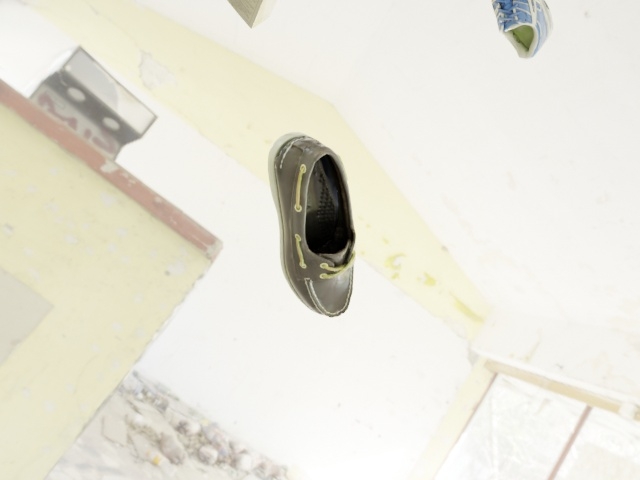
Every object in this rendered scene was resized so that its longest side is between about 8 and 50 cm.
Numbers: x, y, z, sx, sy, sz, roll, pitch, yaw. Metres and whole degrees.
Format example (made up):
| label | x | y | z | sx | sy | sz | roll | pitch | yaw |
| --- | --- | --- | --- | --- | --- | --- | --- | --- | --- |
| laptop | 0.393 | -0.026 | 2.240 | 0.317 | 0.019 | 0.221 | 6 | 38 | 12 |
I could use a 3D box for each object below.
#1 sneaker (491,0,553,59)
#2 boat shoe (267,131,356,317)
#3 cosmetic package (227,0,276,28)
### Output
| label | x | y | z | sx | sy | sz | roll | pitch | yaw |
| --- | --- | --- | --- | --- | --- | --- | --- | --- | --- |
| sneaker | 0.324 | -0.397 | 0.790 | 0.080 | 0.081 | 0.211 | -6 | -43 | 49 |
| boat shoe | 0.000 | 0.000 | 0.518 | 0.068 | 0.081 | 0.228 | 32 | -37 | 51 |
| cosmetic package | -0.086 | -0.349 | 0.650 | 0.060 | 0.041 | 0.115 | 49 | -21 | -9 |
